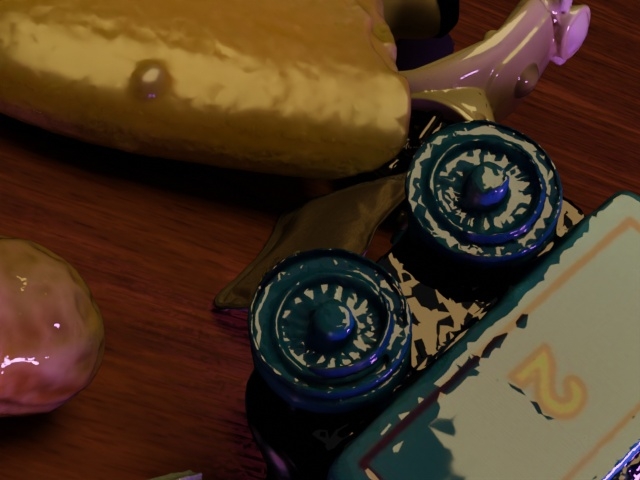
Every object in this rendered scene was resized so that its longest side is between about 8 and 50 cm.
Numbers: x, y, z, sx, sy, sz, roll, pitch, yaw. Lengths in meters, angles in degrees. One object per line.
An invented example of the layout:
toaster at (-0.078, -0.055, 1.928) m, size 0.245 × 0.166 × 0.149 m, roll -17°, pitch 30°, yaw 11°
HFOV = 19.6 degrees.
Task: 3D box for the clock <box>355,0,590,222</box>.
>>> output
clock at (0.080, -0.201, 1.691) m, size 0.276 × 0.120 × 0.379 m, roll -30°, pitch 61°, yaw -15°

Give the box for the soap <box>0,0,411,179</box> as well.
soap at (-0.144, -0.181, 1.526) m, size 0.427 × 0.115 × 0.306 m, roll 13°, pitch 47°, yaw -18°

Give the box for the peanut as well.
peanut at (-0.238, 0.067, 1.082) m, size 0.147 × 0.147 × 0.305 m, roll 38°, pitch 26°, yaw 10°

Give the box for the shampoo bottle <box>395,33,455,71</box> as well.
shampoo bottle at (0.009, -0.287, 1.877) m, size 0.309 × 0.071 × 0.098 m, roll 47°, pitch 10°, yaw 26°

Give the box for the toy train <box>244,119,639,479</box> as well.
toy train at (0.100, 0.094, 1.205) m, size 0.265 × 0.188 × 0.300 m, roll 42°, pitch 68°, yaw 16°

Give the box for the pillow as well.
pillow at (0.000, -0.001, 1.430) m, size 0.033 × 0.130 × 0.217 m, roll 68°, pitch 27°, yaw -18°

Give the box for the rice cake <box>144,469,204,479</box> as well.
rice cake at (-0.052, 0.229, 1.093) m, size 0.085 × 0.040 × 0.226 m, roll -3°, pitch 44°, yaw -46°

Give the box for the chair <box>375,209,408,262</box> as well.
chair at (0.161, 0.075, 1.425) m, size 0.270 × 0.136 × 0.147 m, roll 35°, pitch 31°, yaw 3°
